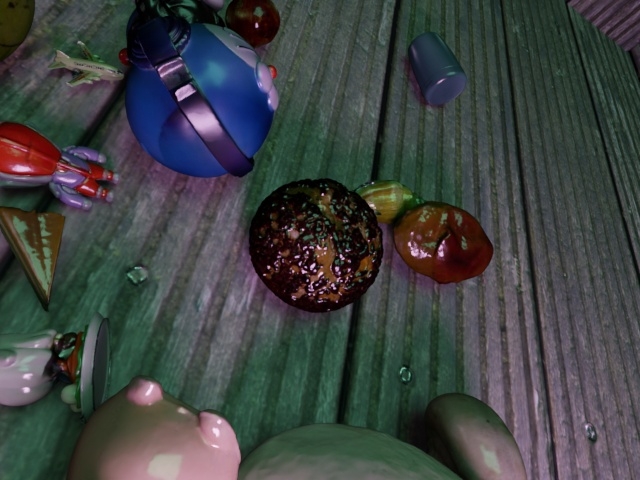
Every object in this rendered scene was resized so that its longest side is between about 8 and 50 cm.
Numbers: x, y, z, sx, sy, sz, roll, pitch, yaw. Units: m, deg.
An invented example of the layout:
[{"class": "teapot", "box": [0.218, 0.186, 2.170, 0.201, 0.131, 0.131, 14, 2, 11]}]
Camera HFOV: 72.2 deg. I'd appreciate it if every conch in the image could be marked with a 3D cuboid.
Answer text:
[{"class": "conch", "box": [0.132, -0.080, 0.903, 0.201, 0.095, 0.079, 3, 34, -30]}]

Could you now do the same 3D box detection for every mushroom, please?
[{"class": "mushroom", "box": [0.210, 0.349, 0.684, 0.206, 0.209, 0.206, 45, 31, -37]}]

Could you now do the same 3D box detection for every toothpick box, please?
[{"class": "toothpick box", "box": [0.317, -0.482, 1.220, 0.120, 0.120, 0.184, -4, 64, -33]}]

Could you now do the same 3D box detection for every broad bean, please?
[{"class": "broad bean", "box": [0.251, 0.007, 0.892, 0.229, 0.156, 0.122, 23, 20, -30]}]

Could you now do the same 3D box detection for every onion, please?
[{"class": "onion", "box": [-0.141, -0.470, 0.934, 0.117, 0.118, 0.118, -30, 82, -22]}]

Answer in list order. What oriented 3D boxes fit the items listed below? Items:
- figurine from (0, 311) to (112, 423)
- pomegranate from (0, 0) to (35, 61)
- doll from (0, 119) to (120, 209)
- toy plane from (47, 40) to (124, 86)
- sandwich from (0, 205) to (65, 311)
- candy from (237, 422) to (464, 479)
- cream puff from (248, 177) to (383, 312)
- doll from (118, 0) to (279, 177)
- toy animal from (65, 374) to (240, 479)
[{"class": "figurine", "box": [-0.328, 0.148, 0.495, 0.154, 0.132, 0.132, 1, 64, -17]}, {"class": "pomegranate", "box": [-0.525, -0.347, 0.563, 0.271, 0.254, 0.254, -11, 71, -32]}, {"class": "doll", "box": [-0.401, -0.114, 0.608, 0.228, 0.075, 0.102, 18, 66, -34]}, {"class": "toy plane", "box": [-0.389, -0.288, 0.732, 0.111, 0.040, 0.102, 12, 61, -27]}, {"class": "sandwich", "box": [-0.374, 0.025, 0.552, 0.074, 0.074, 0.116, 10, 61, -29]}, {"class": "candy", "box": [0.049, 0.413, 0.477, 0.386, 0.186, 0.427, -36, 72, -20]}, {"class": "cream puff", "box": [0.000, 0.000, 0.734, 0.239, 0.165, 0.239, 16, 55, -24]}, {"class": "doll", "box": [-0.199, -0.247, 0.709, 0.240, 0.284, 0.310, -32, 67, 0]}, {"class": "toy animal", "box": [-0.197, 0.294, 0.422, 0.195, 0.213, 0.256, 30, 51, 2]}]
